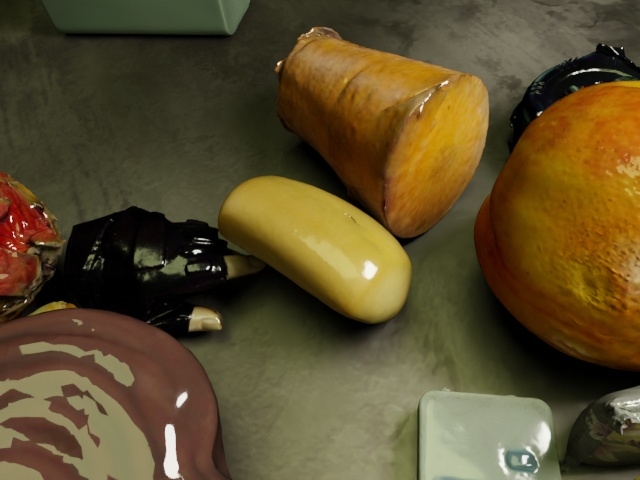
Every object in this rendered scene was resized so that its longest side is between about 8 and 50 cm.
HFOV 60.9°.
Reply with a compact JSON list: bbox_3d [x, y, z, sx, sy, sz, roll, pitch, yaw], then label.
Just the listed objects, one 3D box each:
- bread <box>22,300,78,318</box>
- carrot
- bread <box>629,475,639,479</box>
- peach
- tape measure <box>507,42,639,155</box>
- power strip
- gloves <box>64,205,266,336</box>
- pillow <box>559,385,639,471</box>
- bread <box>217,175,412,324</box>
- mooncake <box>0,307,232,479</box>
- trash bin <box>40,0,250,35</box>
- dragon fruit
[{"bbox_3d":[-0.386,0.193,0.535,0.367,0.084,0.077,-39,18,-17],"label":"bread"},{"bbox_3d":[0.051,-0.144,0.657,0.196,0.196,0.254,-39,52,-19],"label":"carrot"},{"bbox_3d":[0.308,0.229,0.342,0.197,0.197,0.171,5,62,12],"label":"bread"},{"bbox_3d":[0.284,-0.005,0.479,0.280,0.238,0.281,-2,60,4],"label":"peach"},{"bbox_3d":[0.330,-0.134,0.648,0.186,0.112,0.199,-24,53,-7],"label":"tape measure"},{"bbox_3d":[0.137,0.245,0.438,0.118,0.046,0.270,1,54,10],"label":"power strip"},{"bbox_3d":[-0.164,0.029,0.607,0.203,0.124,0.164,-15,71,7],"label":"gloves"},{"bbox_3d":[0.321,0.132,0.417,0.255,0.169,0.059,-8,59,6],"label":"pillow"},{"bbox_3d":[0.000,0.000,0.573,0.217,0.147,0.098,29,101,22],"label":"bread"},{"bbox_3d":[-0.218,0.227,0.409,0.325,0.174,0.334,-20,63,-18],"label":"mooncake"},{"bbox_3d":[-0.311,-0.481,0.930,0.343,0.223,0.158,7,55,12],"label":"trash bin"},{"bbox_3d":[-0.352,0.024,0.585,0.148,0.218,0.224,9,54,-4],"label":"dragon fruit"}]
